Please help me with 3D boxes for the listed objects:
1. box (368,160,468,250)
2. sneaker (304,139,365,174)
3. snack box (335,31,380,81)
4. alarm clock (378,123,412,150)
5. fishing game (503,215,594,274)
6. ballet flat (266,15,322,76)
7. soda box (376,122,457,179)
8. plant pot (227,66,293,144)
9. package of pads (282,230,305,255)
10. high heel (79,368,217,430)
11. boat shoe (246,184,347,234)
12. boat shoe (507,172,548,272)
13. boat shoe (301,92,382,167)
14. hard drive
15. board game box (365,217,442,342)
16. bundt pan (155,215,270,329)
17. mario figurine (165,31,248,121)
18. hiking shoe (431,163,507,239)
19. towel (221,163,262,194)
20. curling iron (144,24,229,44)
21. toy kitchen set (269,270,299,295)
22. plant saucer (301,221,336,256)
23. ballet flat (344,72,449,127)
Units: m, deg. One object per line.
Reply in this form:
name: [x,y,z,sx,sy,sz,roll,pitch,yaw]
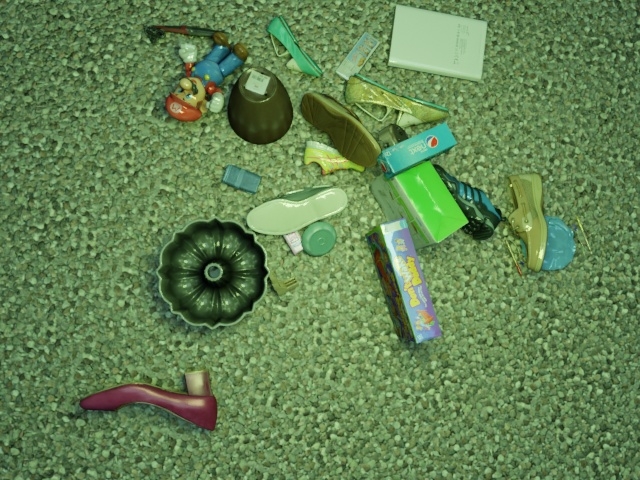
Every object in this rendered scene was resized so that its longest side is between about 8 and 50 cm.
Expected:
box: [0.288,-0.112,1.509,0.127,0.231,0.262,-32,87,-12]
sneaker: [0.042,-0.251,1.588,0.209,0.081,0.094,19,94,1]
snack box: [0.125,-0.614,1.653,0.064,0.022,0.178,36,82,0]
alarm clock: [0.235,-0.306,1.562,0.064,0.192,0.129,-28,87,38]
fishing game: [0.752,0.009,1.637,0.264,0.041,0.189,-20,78,-1]
ballet flat: [-0.092,-0.616,1.616,0.087,0.083,0.247,-36,88,17]
soda box: [0.268,-0.249,1.374,0.210,0.067,0.071,-26,84,-11]
plant pot: [-0.187,-0.431,1.503,0.216,0.230,0.215,1,84,-5]
package of pads: [-0.082,0.002,1.567,0.050,0.032,0.083,-30,88,-10]
high heel: [-0.495,0.496,1.426,0.377,0.127,0.181,-9,74,-9]
boat shoe: [-0.076,-0.103,1.556,0.320,0.099,0.116,-16,113,-3]
boat shoe: [0.661,-0.059,1.588,0.110,0.121,0.341,0,65,14]
boat shoe: [0.086,-0.359,1.542,0.123,0.123,0.342,-24,55,-39]
hard drive: [0.397,-0.670,1.674,0.319,0.040,0.210,9,83,-4]
board game box: [0.241,0.120,1.482,0.078,0.233,0.347,-16,85,-7]
bundt pan: [-0.316,0.099,1.490,0.331,0.124,0.330,1,83,-4]
mario figurine: [-0.363,-0.509,1.518,0.320,0.198,0.170,-57,133,-14]
hiking shoe: [0.460,-0.138,1.608,0.304,0.113,0.132,48,56,4]
towel: [-0.251,-0.195,1.574,0.120,0.029,0.067,21,83,-2]
curling iron: [-0.434,-0.671,1.603,0.274,0.035,0.068,-1,82,-4]
toy kitchen set: [-0.122,0.111,1.537,0.075,0.083,0.068,-27,46,-7]
plant saucer: [0.000,0.000,1.549,0.119,0.021,0.119,-9,115,-19]
ballet flat: [0.243,-0.435,1.610,0.349,0.123,0.123,20,83,-3]
